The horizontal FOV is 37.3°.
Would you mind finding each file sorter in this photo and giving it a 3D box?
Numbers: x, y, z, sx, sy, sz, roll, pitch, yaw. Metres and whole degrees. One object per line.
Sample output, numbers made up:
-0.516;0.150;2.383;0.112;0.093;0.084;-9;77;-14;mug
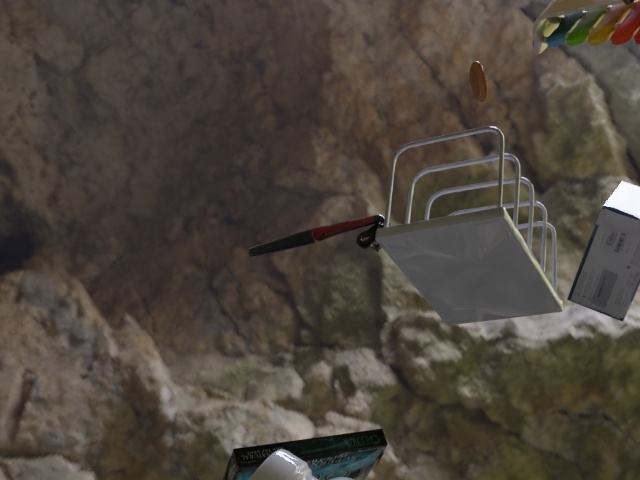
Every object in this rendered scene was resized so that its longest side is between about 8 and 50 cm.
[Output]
0.237;-0.016;1.453;0.192;0.173;0.278;-9;-36;28;file sorter

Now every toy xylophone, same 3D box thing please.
0.540;-0.433;1.705;0.236;0.322;0.081;-44;-61;-24;toy xylophone

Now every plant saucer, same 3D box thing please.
0.322;-0.326;1.948;0.013;0.083;0.083;-12;-25;-5;plant saucer

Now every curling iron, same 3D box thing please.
0.000;0.000;1.775;0.274;0.068;0.035;-8;-19;2;curling iron

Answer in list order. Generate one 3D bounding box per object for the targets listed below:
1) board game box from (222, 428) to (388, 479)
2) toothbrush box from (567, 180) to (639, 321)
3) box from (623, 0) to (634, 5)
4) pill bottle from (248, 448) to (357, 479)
-0.023;0.277;1.146;0.186;0.026;0.126;-4;-36;-19;board game box
0.640;0.015;2.010;0.295;0.126;0.216;-29;-42;-61;toothbrush box
0.493;-0.494;1.515;0.201;0.164;0.021;-46;11;-28;box
0.040;0.338;0.941;0.162;0.278;0.162;-53;-17;-24;pill bottle
